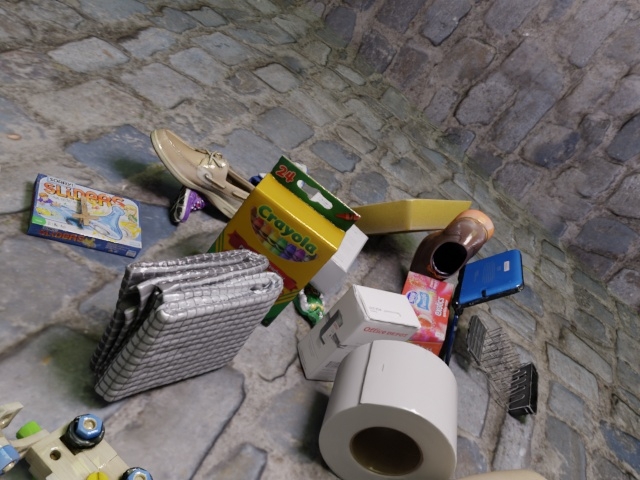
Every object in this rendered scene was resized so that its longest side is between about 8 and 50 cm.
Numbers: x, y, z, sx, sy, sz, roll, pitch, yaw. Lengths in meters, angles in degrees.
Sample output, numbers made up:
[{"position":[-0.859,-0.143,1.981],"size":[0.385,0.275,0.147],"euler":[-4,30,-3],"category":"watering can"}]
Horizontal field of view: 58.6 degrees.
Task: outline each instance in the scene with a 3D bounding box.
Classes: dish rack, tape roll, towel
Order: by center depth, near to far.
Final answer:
[{"position":[-0.225,0.132,0.948],"size":[0.284,0.235,0.121],"euler":[-7,52,-51],"category":"towel"},{"position":[0.132,0.333,1.070],"size":[0.246,0.246,0.169],"euler":[36,32,-8],"category":"tape roll"},{"position":[0.500,0.333,1.577],"size":[0.271,0.074,0.208],"euler":[54,30,-8],"category":"dish rack"}]

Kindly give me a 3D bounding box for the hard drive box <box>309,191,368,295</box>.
[{"position":[0.000,0.000,1.373],"size":[0.181,0.089,0.232],"euler":[42,26,0],"category":"hard drive box"}]

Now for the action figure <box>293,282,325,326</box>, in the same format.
[{"position":[-0.033,0.105,1.352],"size":[0.137,0.063,0.232],"euler":[14,44,-41],"category":"action figure"}]

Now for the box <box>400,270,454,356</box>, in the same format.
[{"position":[0.248,0.202,1.432],"size":[0.128,0.122,0.257],"euler":[17,31,10],"category":"box"}]

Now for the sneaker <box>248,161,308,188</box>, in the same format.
[{"position":[-0.120,-0.150,1.518],"size":[0.131,0.112,0.296],"euler":[33,32,-12],"category":"sneaker"}]

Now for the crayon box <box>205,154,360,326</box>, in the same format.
[{"position":[-0.095,0.009,1.153],"size":[0.202,0.318,0.081],"euler":[37,32,-5],"category":"crayon box"}]

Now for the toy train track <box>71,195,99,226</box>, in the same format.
[{"position":[-0.447,-0.052,1.078],"size":[0.048,0.014,0.083],"euler":[6,40,-32],"category":"toy train track"}]

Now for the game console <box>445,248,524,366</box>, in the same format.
[{"position":[0.431,0.171,1.503],"size":[0.173,0.250,0.293],"euler":[66,23,-9],"category":"game console"}]

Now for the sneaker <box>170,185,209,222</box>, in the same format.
[{"position":[-0.292,-0.094,1.312],"size":[0.071,0.068,0.170],"euler":[36,31,-18],"category":"sneaker"}]

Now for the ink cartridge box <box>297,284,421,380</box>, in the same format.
[{"position":[0.077,0.201,1.196],"size":[0.159,0.218,0.092],"euler":[15,40,-36],"category":"ink cartridge box"}]

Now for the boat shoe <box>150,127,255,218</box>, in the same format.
[{"position":[-0.253,-0.162,1.293],"size":[0.302,0.098,0.109],"euler":[43,20,-41],"category":"boat shoe"}]

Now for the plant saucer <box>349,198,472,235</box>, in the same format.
[{"position":[0.217,-0.060,1.641],"size":[0.333,0.333,0.080],"euler":[-3,87,-48],"category":"plant saucer"}]

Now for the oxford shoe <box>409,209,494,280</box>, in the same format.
[{"position":[0.319,0.051,1.549],"size":[0.130,0.363,0.133],"euler":[40,56,7],"category":"oxford shoe"}]

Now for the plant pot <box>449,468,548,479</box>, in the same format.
[{"position":[0.282,0.498,0.951],"size":[0.274,0.256,0.256],"euler":[-14,60,-34],"category":"plant pot"}]

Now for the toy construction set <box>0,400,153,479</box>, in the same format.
[{"position":[-0.321,0.333,0.700],"size":[0.327,0.151,0.215],"euler":[55,33,2],"category":"toy construction set"}]

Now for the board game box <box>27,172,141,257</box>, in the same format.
[{"position":[-0.453,-0.047,1.110],"size":[0.201,0.035,0.136],"euler":[16,40,-34],"category":"board game box"}]
